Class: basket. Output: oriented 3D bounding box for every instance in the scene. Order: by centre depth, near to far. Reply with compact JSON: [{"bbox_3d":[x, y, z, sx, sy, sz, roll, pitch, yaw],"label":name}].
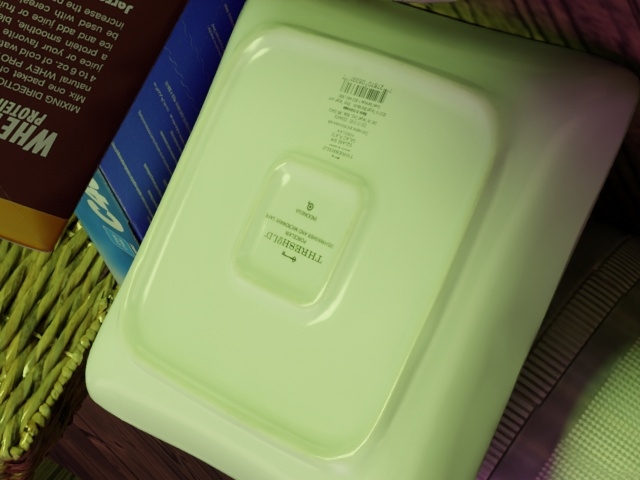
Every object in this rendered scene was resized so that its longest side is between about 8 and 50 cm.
[{"bbox_3d":[-0.268,0.037,1.481,0.213,0.299,0.223,31,162,0],"label":"basket"}]

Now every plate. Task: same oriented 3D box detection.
[{"bbox_3d":[0.000,0.000,0.921,0.277,0.278,0.045,24,180,42],"label":"plate"}]

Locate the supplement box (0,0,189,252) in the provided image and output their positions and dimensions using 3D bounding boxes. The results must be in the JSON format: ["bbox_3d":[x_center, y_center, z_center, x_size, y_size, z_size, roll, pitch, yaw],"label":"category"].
[{"bbox_3d":[-0.151,-0.131,0.669,0.191,0.194,0.129,20,-146,-20],"label":"supplement box"}]

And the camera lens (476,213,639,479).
[{"bbox_3d":[0.171,0.127,0.964,0.274,0.219,0.219,35,162,14],"label":"camera lens"}]

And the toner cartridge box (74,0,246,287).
[{"bbox_3d":[-0.077,-0.051,1.130,0.075,0.165,0.348,31,160,28],"label":"toner cartridge box"}]

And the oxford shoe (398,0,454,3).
[{"bbox_3d":[-0.130,-0.162,0.815,0.449,0.130,0.169,12,161,-2],"label":"oxford shoe"}]
